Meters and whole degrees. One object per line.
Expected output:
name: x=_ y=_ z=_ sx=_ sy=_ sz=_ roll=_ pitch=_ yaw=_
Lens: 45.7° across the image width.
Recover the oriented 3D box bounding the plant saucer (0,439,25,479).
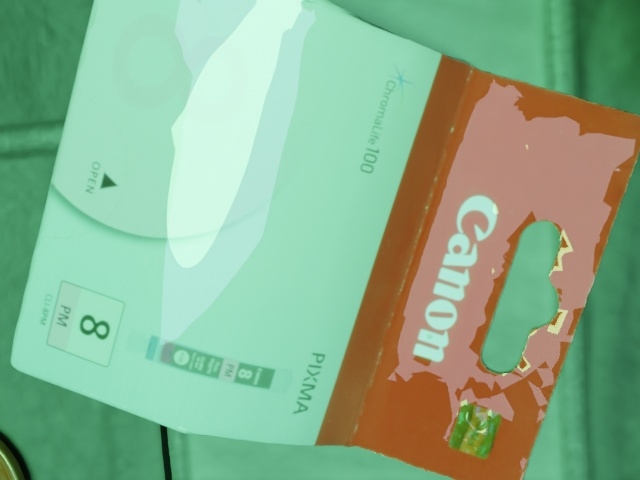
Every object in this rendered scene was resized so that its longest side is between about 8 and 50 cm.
plant saucer: x=-0.189 y=0.130 z=0.391 sx=0.083 sy=0.013 sz=0.083 roll=1 pitch=97 yaw=8

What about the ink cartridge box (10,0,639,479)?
ink cartridge box: x=0.000 y=0.000 z=0.326 sx=0.232 sy=0.066 sz=0.189 roll=18 pitch=99 yaw=11
